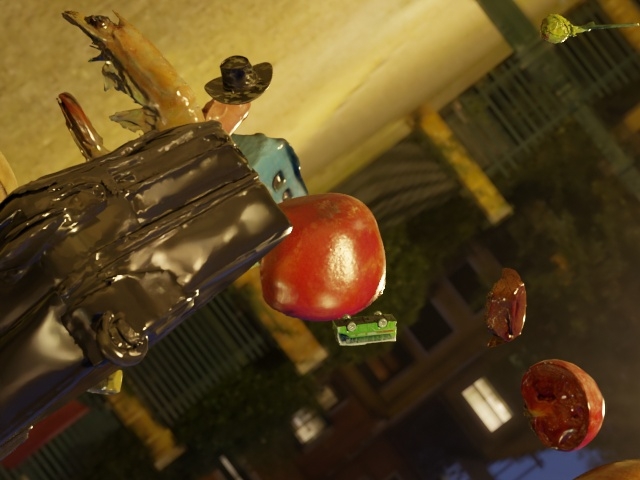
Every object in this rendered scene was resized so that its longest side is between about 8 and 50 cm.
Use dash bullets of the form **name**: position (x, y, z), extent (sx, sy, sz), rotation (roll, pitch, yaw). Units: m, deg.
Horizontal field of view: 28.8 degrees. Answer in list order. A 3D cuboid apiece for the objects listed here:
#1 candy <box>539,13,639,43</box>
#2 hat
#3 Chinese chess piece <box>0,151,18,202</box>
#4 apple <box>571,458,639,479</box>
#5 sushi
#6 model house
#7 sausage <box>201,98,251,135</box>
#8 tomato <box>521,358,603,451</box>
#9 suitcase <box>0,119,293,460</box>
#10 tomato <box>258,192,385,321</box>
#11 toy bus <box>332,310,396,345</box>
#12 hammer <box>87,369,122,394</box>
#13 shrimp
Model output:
- **candy**: position (0.334, -0.267, 1.554), extent (0.123, 0.035, 0.035), rotation (-1, 165, 20)
- **hat**: position (-0.133, -0.263, 1.978), extent (0.121, 0.050, 0.121), rotation (-14, -144, 10)
- **Chinese chess piece**: position (-0.526, -0.047, 1.652), extent (0.251, 0.251, 0.097), rotation (-38, -152, 9)
- **apple**: position (0.444, 0.436, 1.773), extent (0.264, 0.264, 0.264), rotation (-37, 178, -1)
- **sushi**: position (0.278, 0.106, 1.897), extent (0.055, 0.120, 0.052), rotation (14, -151, 31)
- **model house**: position (-0.191, -0.058, 2.459), extent (0.237, 0.215, 0.303), rotation (7, -137, 37)
- **sausage**: position (-0.217, -0.143, 2.049), extent (0.304, 0.078, 0.078), rotation (-49, -178, -19)
- **tomato**: position (0.423, 0.279, 2.131), extent (0.091, 0.159, 0.139), rotation (-3, 161, -43)
- **suitcase**: position (-0.221, 0.053, 1.193), extent (0.345, 0.188, 0.339), rotation (-40, 175, 35)
- **tomato**: position (0.000, 0.000, 1.856), extent (0.201, 0.233, 0.139), rotation (-7, 135, -18)
- **toy bus**: position (0.059, 0.118, 1.661), extent (0.083, 0.037, 0.031), rotation (-5, -158, -12)
- **hammer**: position (-0.450, 0.223, 2.088), extent (0.227, 0.041, 0.159), rotation (12, 164, -23)
- **shrimp**: position (-0.260, -0.178, 1.595), extent (0.173, 0.253, 0.058), rotation (-47, -176, 8)
